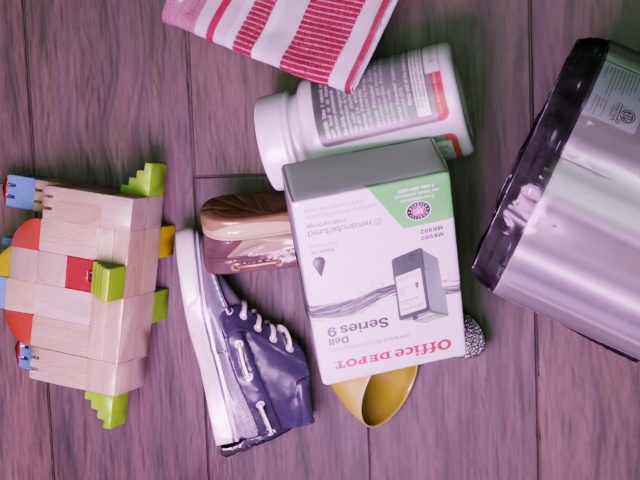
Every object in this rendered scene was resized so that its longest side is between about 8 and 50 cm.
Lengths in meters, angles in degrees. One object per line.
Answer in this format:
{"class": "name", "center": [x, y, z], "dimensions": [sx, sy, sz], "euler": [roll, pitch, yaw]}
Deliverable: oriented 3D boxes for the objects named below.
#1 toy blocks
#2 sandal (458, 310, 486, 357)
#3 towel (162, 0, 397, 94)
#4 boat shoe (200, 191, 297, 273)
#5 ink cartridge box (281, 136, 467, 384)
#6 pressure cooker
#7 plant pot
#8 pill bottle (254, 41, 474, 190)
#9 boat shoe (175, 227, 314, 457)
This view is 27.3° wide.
{"class": "toy blocks", "center": [-0.381, 0.059, 1.947], "dimensions": [0.260, 0.190, 0.381], "euler": [9, 98, 20]}
{"class": "sandal", "center": [0.161, 0.121, 1.923], "dimensions": [0.179, 0.040, 0.067], "euler": [17, 94, 21]}
{"class": "towel", "center": [-0.047, -0.360, 1.820], "dimensions": [0.329, 0.037, 0.237], "euler": [25, 91, 26]}
{"class": "boat shoe", "center": [0.000, 0.000, 1.875], "dimensions": [0.342, 0.123, 0.123], "euler": [-4, 116, -12]}
{"class": "ink cartridge box", "center": [0.076, 0.030, 1.769], "dimensions": [0.211, 0.121, 0.289], "euler": [-12, 120, -4]}
{"class": "pressure cooker", "center": [0.442, -0.023, 1.685], "dimensions": [0.420, 0.375, 0.370], "euler": [24, 97, 6]}
{"class": "plant pot", "center": [0.064, 0.189, 1.908], "dimensions": [0.095, 0.134, 0.134], "euler": [27, 102, 32]}
{"class": "pill bottle", "center": [0.061, -0.167, 1.836], "dimensions": [0.283, 0.161, 0.161], "euler": [-12, 95, 11]}
{"class": "boat shoe", "center": [-0.108, 0.136, 1.936], "dimensions": [0.158, 0.127, 0.341], "euler": [-13, 97, -2]}
